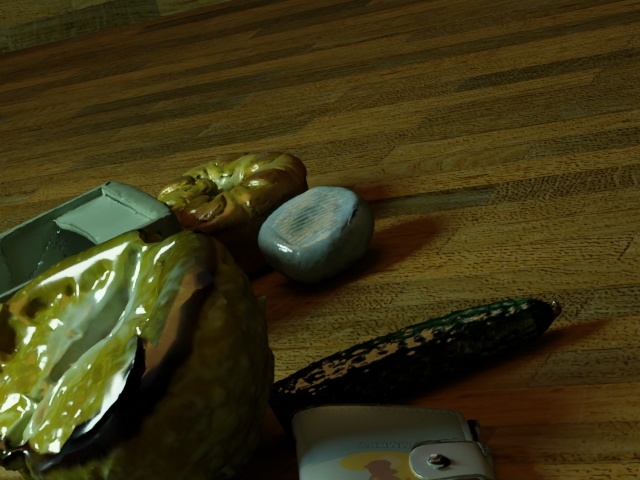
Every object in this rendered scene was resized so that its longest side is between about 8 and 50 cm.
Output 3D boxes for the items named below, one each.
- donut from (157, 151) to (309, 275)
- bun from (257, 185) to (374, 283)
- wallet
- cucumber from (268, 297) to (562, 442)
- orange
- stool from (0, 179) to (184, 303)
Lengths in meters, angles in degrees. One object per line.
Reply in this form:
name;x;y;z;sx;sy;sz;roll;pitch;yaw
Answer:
donut;-0.115;-0.031;2.075;0.226;0.114;0.226;-18;19;6
bun;0.000;0.000;1.928;0.140;0.083;0.141;-18;29;10
wallet;0.062;0.205;1.328;0.170;0.069;0.231;-3;23;-2
cucumber;0.091;0.112;1.560;0.293;0.068;0.067;-22;19;-4
orange;-0.165;0.130;1.525;0.368;0.210;0.271;6;64;57
stool;-0.286;0.072;1.890;0.269;0.170;0.243;-27;20;-16
